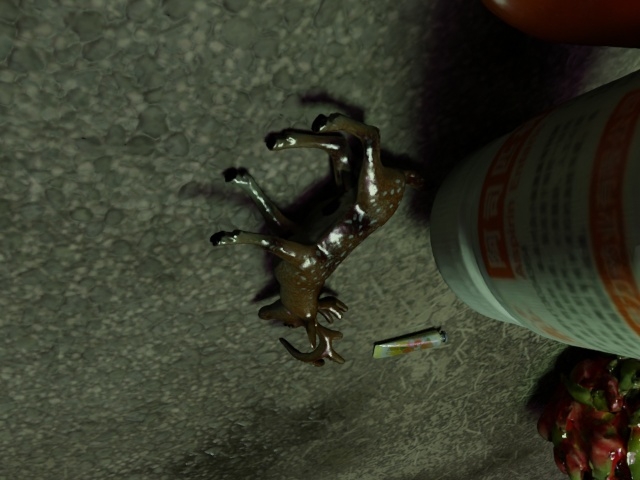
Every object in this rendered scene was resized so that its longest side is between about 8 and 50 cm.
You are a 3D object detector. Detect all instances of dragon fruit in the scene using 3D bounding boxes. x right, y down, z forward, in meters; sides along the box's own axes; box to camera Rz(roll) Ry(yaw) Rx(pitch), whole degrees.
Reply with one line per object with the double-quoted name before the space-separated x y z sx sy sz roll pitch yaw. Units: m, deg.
"dragon fruit" 0.490 0.303 1.122 0.237 0.231 0.303 -30 147 -10

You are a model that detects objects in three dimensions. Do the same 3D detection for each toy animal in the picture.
"toy animal" 0.005 0.014 0.668 0.243 0.087 0.260 -37 136 14

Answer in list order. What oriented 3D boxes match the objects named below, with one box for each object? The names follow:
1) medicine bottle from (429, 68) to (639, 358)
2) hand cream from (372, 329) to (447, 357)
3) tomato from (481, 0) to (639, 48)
"medicine bottle" 0.237 -0.016 0.529 0.211 0.211 0.371 -18 -178 -11
"hand cream" 0.121 0.140 0.914 0.102 0.022 0.035 -11 145 -12
"tomato" 0.177 -0.242 0.394 0.180 0.260 0.260 -45 147 -28
